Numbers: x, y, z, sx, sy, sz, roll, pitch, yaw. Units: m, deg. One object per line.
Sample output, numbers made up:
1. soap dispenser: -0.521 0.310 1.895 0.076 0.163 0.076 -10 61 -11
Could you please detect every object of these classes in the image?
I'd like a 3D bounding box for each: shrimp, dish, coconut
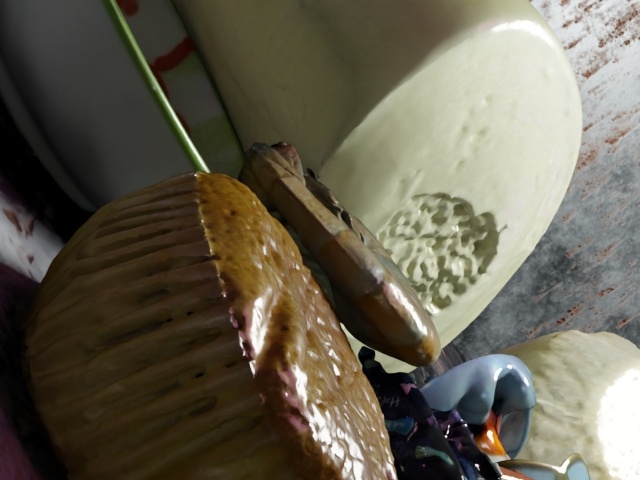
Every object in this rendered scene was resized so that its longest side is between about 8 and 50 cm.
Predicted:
1. shrimp: -0.006 -0.006 0.991 0.254 0.059 0.145 52 4 37
2. dish: -0.164 -0.119 1.057 0.324 0.124 0.324 63 5 -10
3. coconut: 0.237 0.248 1.545 0.329 0.329 0.329 55 7 -10

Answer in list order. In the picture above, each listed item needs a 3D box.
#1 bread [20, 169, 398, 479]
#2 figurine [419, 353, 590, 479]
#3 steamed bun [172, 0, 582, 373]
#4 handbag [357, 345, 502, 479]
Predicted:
1. bread: -0.055 0.083 0.811 0.227 0.142 0.253 62 3 -21
2. figurine: 0.174 0.300 1.123 0.388 0.248 0.276 50 5 33
3. steamed bun: 0.039 -0.122 1.313 0.371 0.290 0.456 57 -24 32
4. handbag: 0.044 0.190 0.909 0.113 0.162 0.260 49 7 -38
